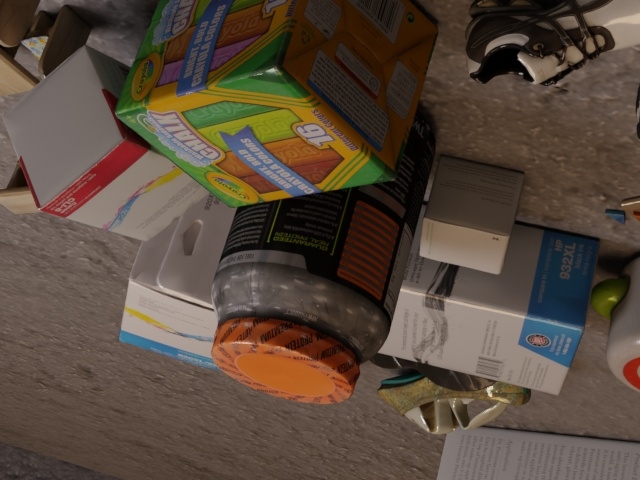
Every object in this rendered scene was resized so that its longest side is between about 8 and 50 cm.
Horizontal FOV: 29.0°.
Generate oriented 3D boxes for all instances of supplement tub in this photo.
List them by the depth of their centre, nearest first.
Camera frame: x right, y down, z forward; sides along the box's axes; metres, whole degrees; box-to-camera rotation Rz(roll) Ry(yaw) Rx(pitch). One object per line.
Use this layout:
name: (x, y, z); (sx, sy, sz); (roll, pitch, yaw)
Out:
supplement tub: (0.000, 0.000, 1.318); (0.193, 0.316, 0.193); (14, 154, 7)

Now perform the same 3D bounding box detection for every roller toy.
roller toy: (0.443, 0.112, 1.476); (0.191, 0.146, 0.209); (32, 150, -31)

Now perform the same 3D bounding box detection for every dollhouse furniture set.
dollhouse furniture set: (-0.359, -0.161, 1.385); (0.212, 0.161, 0.242); (-4, 148, 36)

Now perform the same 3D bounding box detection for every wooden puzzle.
wooden puzzle: (0.383, -0.028, 1.385); (0.078, 0.014, 0.116); (31, 151, -27)

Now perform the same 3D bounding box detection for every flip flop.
flip flop: (0.158, 0.146, 1.792); (0.277, 0.080, 0.112); (4, 115, 52)

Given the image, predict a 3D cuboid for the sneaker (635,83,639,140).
sneaker: (0.337, -0.146, 1.140); (0.071, 0.068, 0.170); (-2, 161, 3)

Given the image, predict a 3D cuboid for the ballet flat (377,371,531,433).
ballet flat: (0.199, 0.237, 1.889); (0.123, 0.123, 0.348); (27, 151, -21)

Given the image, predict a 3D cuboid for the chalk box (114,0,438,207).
chalk box: (-0.065, -0.156, 1.202); (0.289, 0.179, 0.180); (-10, 143, 43)

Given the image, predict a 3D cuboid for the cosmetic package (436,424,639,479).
cosmetic package: (0.427, 0.462, 2.100); (0.453, 0.230, 0.161); (2, 151, 30)

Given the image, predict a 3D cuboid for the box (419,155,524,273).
box: (0.173, -0.028, 1.423); (0.102, 0.087, 0.101); (13, 154, 8)

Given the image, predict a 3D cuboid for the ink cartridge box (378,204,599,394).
ink cartridge box: (0.176, 0.070, 1.570); (0.307, 0.129, 0.223); (12, 155, 8)

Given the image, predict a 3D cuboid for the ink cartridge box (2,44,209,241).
ink cartridge box: (-0.212, -0.096, 1.294); (0.127, 0.128, 0.176); (-37, 152, 19)

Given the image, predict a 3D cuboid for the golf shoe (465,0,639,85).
golf shoe: (0.222, -0.175, 1.095); (0.198, 0.094, 0.077); (-2, 148, 31)

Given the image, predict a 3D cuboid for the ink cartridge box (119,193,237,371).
ink cartridge box: (-0.164, 0.049, 1.681); (0.168, 0.171, 0.232); (18, 155, -4)
